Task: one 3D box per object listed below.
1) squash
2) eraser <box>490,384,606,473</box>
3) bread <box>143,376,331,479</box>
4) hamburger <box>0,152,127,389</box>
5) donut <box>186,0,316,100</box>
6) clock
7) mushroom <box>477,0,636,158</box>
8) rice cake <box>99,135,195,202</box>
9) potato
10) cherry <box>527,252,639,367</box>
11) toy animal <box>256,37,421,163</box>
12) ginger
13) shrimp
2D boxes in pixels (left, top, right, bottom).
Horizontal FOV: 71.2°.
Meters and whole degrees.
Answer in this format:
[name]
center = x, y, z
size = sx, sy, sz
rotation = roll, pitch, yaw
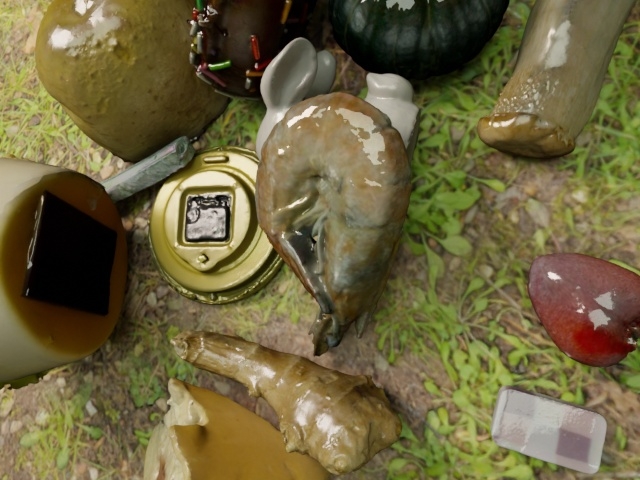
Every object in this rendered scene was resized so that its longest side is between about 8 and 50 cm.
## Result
[squash]
center = 0.113, -0.294, 0.524
size = 0.218, 0.172, 0.218
rotation = 0, 103, 1
[eraser]
center = 0.243, 0.202, 0.482
size = 0.105, 0.026, 0.065
rotation = 13, 88, 18
[bread]
center = -0.146, 0.292, 0.476
size = 0.224, 0.211, 0.183
rotation = 35, 113, 12
[hamburger]
center = -0.380, 0.037, 0.567
size = 0.179, 0.276, 0.294
rotation = -2, 76, 5
[donut]
center = -0.062, -0.295, 0.542
size = 0.103, 0.270, 0.269
rotation = 24, 88, -5
[clock]
center = -0.150, -0.028, 0.622
size = 0.237, 0.057, 0.236
rotation = -3, 80, 15
[mushroom]
center = 0.302, -0.249, 0.508
size = 0.123, 0.095, 0.351
rotation = 31, 92, -1
[rice cake]
center = -0.274, -0.093, 0.658
size = 0.211, 0.034, 0.043
rotation = -21, 37, 22
[potato]
center = -0.257, -0.254, 0.611
size = 0.285, 0.242, 0.242
rotation = -43, 72, 3
[cherry]
center = 0.282, 0.066, 0.462
size = 0.106, 0.087, 0.126
rotation = -32, 55, 16
[toy animal]
center = 0.023, -0.128, 0.530
size = 0.193, 0.127, 0.178
rotation = 23, 118, 9
[ginger]
center = -0.050, 0.175, 0.525
size = 0.295, 0.131, 0.086
rotation = 17, 122, 19
[shrimp]
center = 0.000, 0.000, 0.494
size = 0.168, 0.077, 0.317
rotation = 19, 117, 17
